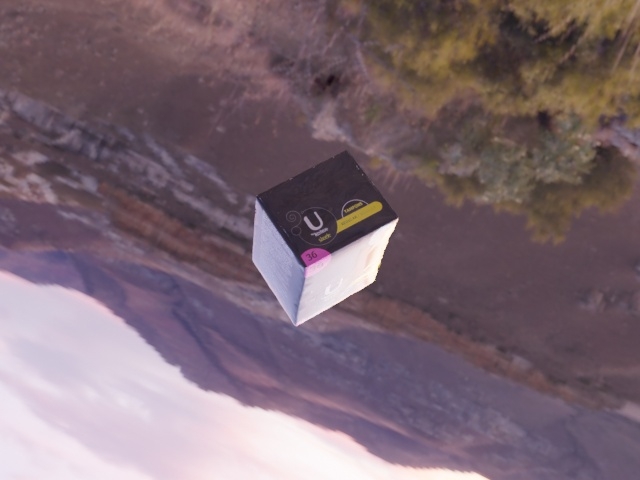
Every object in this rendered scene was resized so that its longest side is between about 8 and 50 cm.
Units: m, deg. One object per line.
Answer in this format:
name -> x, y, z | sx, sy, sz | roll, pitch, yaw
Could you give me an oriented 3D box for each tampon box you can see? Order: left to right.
tampon box -> 0.000, 0.000, 1.035 | 0.101, 0.120, 0.161 | 55, 161, 19
